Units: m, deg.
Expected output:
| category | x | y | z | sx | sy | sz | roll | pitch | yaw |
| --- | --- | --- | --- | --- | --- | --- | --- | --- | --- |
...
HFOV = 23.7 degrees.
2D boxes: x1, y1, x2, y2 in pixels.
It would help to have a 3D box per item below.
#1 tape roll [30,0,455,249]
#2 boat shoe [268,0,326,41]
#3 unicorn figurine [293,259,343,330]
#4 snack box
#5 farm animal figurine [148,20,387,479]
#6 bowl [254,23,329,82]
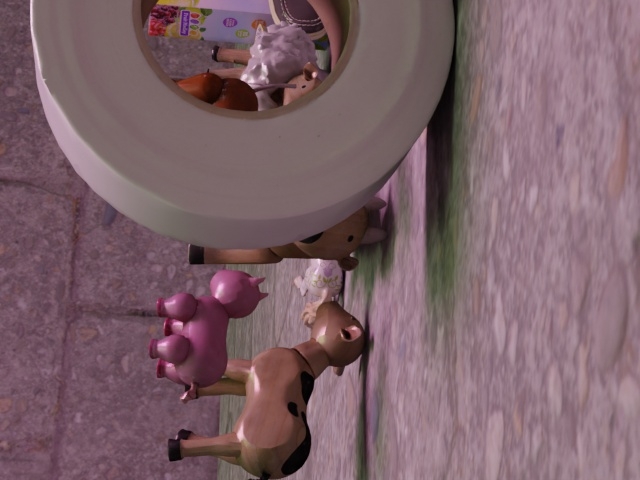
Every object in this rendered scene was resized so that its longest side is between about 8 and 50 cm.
| category | x | y | z | sx | sy | sz | roll | pitch | yaw |
| --- | --- | --- | --- | --- | --- | --- | --- | --- | --- |
| tape roll | -0.053 | -0.141 | 1.046 | 0.100 | 0.286 | 0.286 | 120 | 154 | -75 |
| boat shoe | -0.015 | -0.324 | 1.686 | 0.073 | 0.080 | 0.223 | 96 | 180 | -59 |
| unicorn figurine | 0.000 | 0.000 | 1.480 | 0.111 | 0.060 | 0.161 | 126 | 132 | -76 |
| snack box | -0.089 | -0.314 | 1.755 | 0.070 | 0.207 | 0.174 | 108 | 165 | -61 |
| farm animal figurine | -0.026 | 0.007 | 1.279 | 0.326 | 0.172 | 0.330 | -70 | -20 | -68 |
| bowl | -0.032 | -0.154 | 1.692 | 0.170 | 0.080 | 0.170 | -179 | 90 | -82 |
